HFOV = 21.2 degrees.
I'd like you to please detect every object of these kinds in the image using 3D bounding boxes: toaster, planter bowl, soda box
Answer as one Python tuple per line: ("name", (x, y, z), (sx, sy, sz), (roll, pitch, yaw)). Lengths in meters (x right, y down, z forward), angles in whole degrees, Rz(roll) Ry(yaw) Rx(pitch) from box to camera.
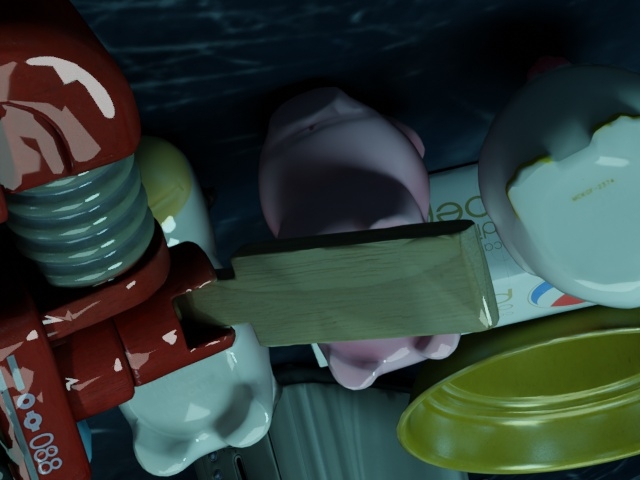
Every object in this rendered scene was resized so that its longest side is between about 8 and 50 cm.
("toaster", (0.020, 0.178, 1.162), (0.129, 0.146, 0.227), (-29, 151, 35))
("planter bowl", (0.145, 0.060, 1.020), (0.217, 0.090, 0.217), (-7, 153, -4))
("soda box", (0.092, 0.002, 0.901), (0.216, 0.069, 0.074), (-14, 157, 2))

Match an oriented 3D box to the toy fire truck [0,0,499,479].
("toy fire truck", (-0.080, -0.006, 0.646), (0.246, 0.158, 0.217), (-22, 128, -14))

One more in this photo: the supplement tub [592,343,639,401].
("supplement tub", (0.205, 0.089, 1.146), (0.071, 0.071, 0.107), (-8, 156, -9))

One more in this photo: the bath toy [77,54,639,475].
("bath toy", (0.000, 0.000, 0.787), (0.348, 0.151, 0.129), (-18, -166, 8))

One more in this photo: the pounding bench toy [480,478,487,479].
("pounding bench toy", (0.105, 0.242, 1.462), (0.065, 0.052, 0.083), (5, 151, -34))
